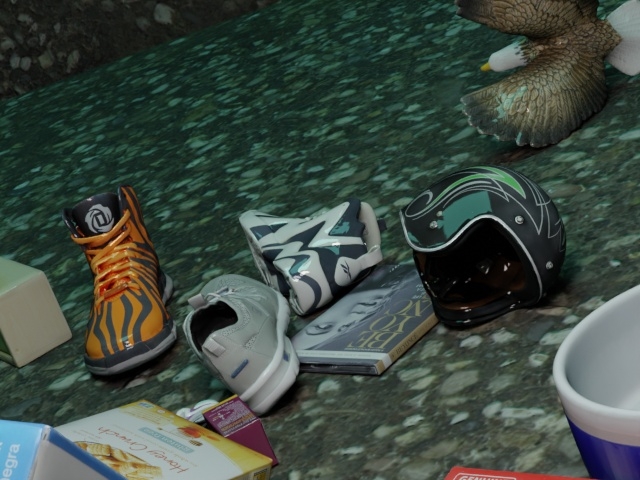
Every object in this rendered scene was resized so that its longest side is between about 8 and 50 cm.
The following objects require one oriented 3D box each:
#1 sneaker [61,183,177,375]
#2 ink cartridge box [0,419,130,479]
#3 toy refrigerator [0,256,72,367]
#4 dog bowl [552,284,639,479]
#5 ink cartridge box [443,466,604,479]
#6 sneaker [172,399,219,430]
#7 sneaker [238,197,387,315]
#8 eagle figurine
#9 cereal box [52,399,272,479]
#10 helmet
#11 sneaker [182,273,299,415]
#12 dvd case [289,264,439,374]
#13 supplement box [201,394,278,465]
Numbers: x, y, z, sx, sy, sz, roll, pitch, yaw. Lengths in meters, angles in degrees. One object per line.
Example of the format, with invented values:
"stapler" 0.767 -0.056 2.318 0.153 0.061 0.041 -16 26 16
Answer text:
"sneaker" -0.264 0.040 2.099 0.124 0.180 0.321 -21 19 0
"ink cartridge box" -0.321 0.227 1.200 0.395 0.285 0.166 3 68 21
"toy refrigerator" -0.444 0.088 2.275 0.094 0.102 0.269 -30 22 -25
"dog bowl" 0.334 0.118 1.407 0.265 0.104 0.265 -18 19 7
"ink cartridge box" 0.141 0.248 1.269 0.296 0.066 0.261 -2 36 42
"sneaker" -0.140 0.200 1.764 0.098 0.038 0.069 -26 19 -13
"sneaker" 0.000 0.000 2.072 0.153 0.094 0.235 -24 20 -12
"eagle figurine" 0.306 -0.264 2.297 0.225 0.226 0.298 -52 -11 23
"cereal box" -0.183 0.218 1.558 0.173 0.047 0.240 21 19 31
"helmet" 0.178 -0.001 1.801 0.161 0.169 0.169 -20 20 5
"sneaker" -0.099 0.086 1.869 0.105 0.115 0.281 -47 21 2
"dvd case" 0.067 0.085 1.893 0.164 0.018 0.221 -1 28 44
"supplement box" -0.081 0.197 1.691 0.043 0.055 0.083 -26 19 -13
